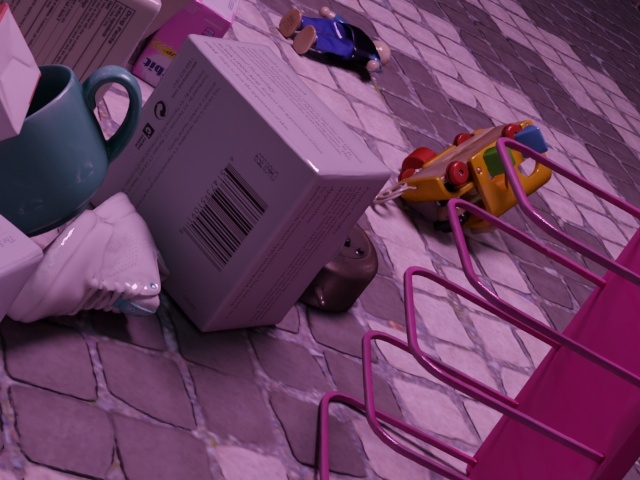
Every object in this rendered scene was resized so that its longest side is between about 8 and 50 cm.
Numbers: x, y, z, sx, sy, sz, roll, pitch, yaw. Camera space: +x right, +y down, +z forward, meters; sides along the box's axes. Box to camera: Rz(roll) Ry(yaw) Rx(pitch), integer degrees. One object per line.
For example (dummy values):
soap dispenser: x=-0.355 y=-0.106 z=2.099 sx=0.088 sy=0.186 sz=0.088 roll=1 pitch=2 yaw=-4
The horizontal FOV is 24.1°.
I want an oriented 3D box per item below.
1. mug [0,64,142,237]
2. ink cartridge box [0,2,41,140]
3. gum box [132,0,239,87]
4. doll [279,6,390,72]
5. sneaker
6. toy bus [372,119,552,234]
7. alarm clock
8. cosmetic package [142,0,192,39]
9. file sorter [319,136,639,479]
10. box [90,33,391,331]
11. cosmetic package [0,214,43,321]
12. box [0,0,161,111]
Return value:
mug: x=-0.216 y=-0.063 z=1.139 sx=0.097 sy=0.158 sz=0.129 roll=68 pitch=31 yaw=-27
ink cartridge box: x=-0.313 y=-0.095 z=1.088 sx=0.115 sy=0.198 sz=0.067 roll=-91 pitch=162 yaw=-61
gum box: x=-0.140 y=-0.241 z=1.632 sx=0.062 sy=0.107 sz=0.188 roll=32 pitch=24 yaw=-12
doll: x=0.029 y=-0.268 z=1.998 sx=0.189 sy=0.046 sz=0.129 roll=8 pitch=37 yaw=-48
sneaker: x=-0.166 y=0.028 z=1.147 sx=0.094 sy=0.080 sz=0.212 roll=49 pitch=22 yaw=-3
toy bus: x=0.176 y=-0.060 z=1.737 sx=0.191 sy=0.202 sz=0.104 roll=-72 pitch=138 yaw=-73
alarm clock: x=0.000 y=0.000 z=1.446 sx=0.129 sy=0.064 sz=0.192 roll=40 pitch=20 yaw=7
cosmetic package: x=-0.267 y=-0.331 z=1.483 sx=0.296 sy=0.153 sz=0.129 roll=34 pitch=46 yaw=-31
file sorter: x=0.144 y=0.093 z=1.170 sx=0.182 sy=0.290 sz=0.202 roll=28 pitch=20 yaw=-13
box: x=-0.072 y=-0.049 z=1.276 sx=0.182 sy=0.181 sz=0.119 roll=47 pitch=25 yaw=23
cosmetic package: x=-0.325 y=0.011 z=0.863 sx=0.225 sy=0.138 sz=0.224 roll=39 pitch=23 yaw=9
box: x=-0.283 y=-0.234 z=1.366 sx=0.232 sy=0.148 sz=0.127 roll=27 pitch=25 yaw=-25
